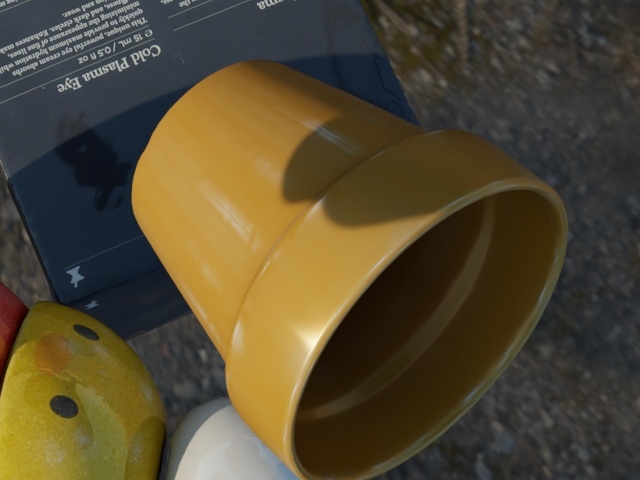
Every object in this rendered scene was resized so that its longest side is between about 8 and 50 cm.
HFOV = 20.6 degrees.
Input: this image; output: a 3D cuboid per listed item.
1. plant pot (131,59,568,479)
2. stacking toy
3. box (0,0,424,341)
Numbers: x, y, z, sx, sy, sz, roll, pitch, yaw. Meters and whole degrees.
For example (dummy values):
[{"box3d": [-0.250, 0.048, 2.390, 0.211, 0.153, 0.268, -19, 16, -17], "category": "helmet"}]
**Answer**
[{"box3d": [0.000, 0.000, 0.981, 0.205, 0.188, 0.205, -33, 147, -25], "category": "plant pot"}, {"box3d": [-0.227, 0.136, 1.217, 0.480, 0.350, 0.350, 6, 109, -2], "category": "stacking toy"}, {"box3d": [-0.117, -0.118, 1.548, 0.343, 0.179, 0.312, -23, 73, -4], "category": "box"}]
